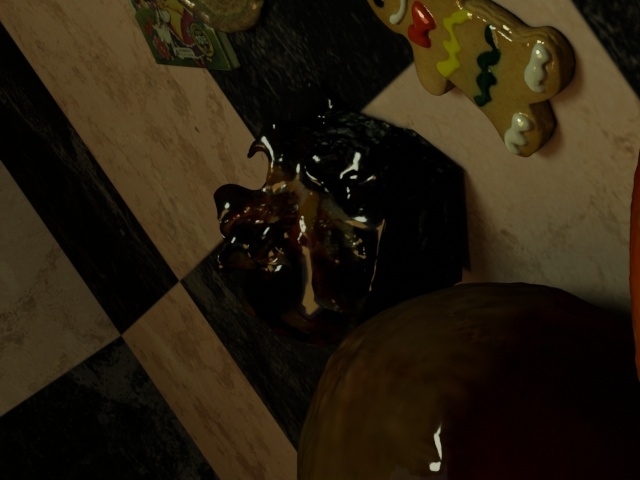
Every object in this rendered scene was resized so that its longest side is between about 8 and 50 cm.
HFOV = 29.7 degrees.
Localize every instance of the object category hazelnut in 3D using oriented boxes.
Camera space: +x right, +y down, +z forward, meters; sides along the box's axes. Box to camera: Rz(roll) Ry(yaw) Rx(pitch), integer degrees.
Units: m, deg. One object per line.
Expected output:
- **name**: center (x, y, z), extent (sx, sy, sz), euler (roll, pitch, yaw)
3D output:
- **hazelnut**: center (0.173, 0.221, 1.049), extent (0.421, 0.353, 0.421), euler (19, 144, 15)

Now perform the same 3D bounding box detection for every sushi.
- **sushi**: center (0.001, 0.001, 1.248), extent (0.227, 0.212, 0.215), euler (37, 151, 36)

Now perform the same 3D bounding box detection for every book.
- **book**: center (-0.217, -0.352, 1.453), extent (0.228, 0.018, 0.322), euler (16, 136, 57)

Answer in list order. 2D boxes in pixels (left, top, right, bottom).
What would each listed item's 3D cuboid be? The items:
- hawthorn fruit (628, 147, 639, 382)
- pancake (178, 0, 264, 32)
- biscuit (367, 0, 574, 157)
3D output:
- **hawthorn fruit**: center (0.276, -0.011, 0.583), extent (0.285, 0.284, 0.369), euler (22, 136, 54)
- **pancake**: center (-0.130, -0.313, 1.304), extent (0.199, 0.021, 0.199), euler (34, 147, 26)
- **biscuit**: center (0.111, -0.172, 1.020), extent (0.240, 0.035, 0.158), euler (43, 152, 28)
